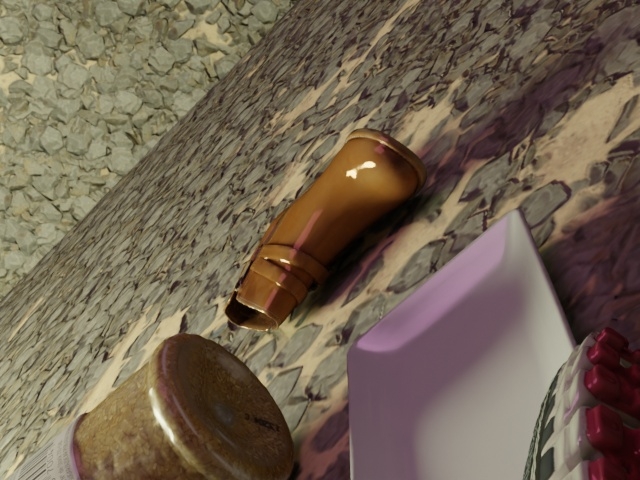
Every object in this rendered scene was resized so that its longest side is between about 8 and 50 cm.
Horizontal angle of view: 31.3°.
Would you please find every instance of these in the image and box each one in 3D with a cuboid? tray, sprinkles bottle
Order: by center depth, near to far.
[{"bbox_3d":[0.076,0.086,0.592,0.145,0.030,0.270,-40,18,17],"label":"tray"},{"bbox_3d":[-0.181,0.211,0.766,0.355,0.121,0.121,-40,18,18],"label":"sprinkles bottle"}]

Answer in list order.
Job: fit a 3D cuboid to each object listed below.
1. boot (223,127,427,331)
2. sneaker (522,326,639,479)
[{"bbox_3d":[0.000,0.000,0.906,0.152,0.073,0.197,-53,6,-24],"label":"boot"},{"bbox_3d":[0.073,0.143,0.319,0.112,0.121,0.299,-36,20,36],"label":"sneaker"}]
